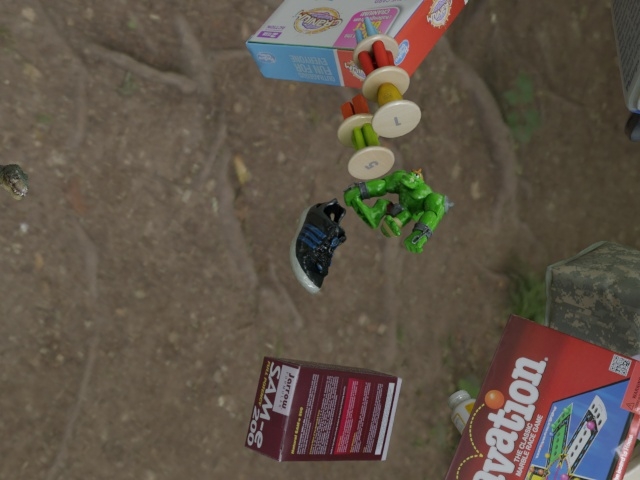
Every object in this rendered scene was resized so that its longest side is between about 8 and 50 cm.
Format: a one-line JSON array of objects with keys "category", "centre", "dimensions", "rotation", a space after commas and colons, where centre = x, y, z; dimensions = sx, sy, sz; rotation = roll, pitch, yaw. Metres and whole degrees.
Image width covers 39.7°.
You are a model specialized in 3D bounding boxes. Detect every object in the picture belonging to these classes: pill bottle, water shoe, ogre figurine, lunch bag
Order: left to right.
[{"category": "water shoe", "centre": [0.000, 0.000, 1.489], "dimensions": [0.073, 0.080, 0.203], "rotation": [46, 30, -32]}, {"category": "ogre figurine", "centre": [0.136, -0.060, 1.502], "dimensions": [0.118, 0.197, 0.097], "rotation": [-36, 116, -18]}, {"category": "pill bottle", "centre": [0.192, 0.229, 1.111], "dimensions": [0.043, 0.083, 0.043], "rotation": [-17, 137, -17]}, {"category": "lunch bag", "centre": [0.618, 0.105, 1.759], "dimensions": [0.287, 0.235, 0.169], "rotation": [-21, 116, -38]}]

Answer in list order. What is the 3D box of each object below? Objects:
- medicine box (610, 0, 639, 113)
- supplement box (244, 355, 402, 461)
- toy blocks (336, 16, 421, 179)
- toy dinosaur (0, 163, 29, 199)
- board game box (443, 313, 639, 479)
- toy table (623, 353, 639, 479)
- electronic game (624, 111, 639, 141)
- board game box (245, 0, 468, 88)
[{"category": "medicine box", "centre": [0.318, -0.191, 0.516], "dimensions": [0.289, 0.263, 0.149], "rotation": [-76, 176, -45]}, {"category": "supplement box", "centre": [0.010, 0.242, 1.259], "dimensions": [0.239, 0.073, 0.130], "rotation": [17, 84, -49]}, {"category": "toy blocks", "centre": [0.053, -0.161, 0.979], "dimensions": [0.054, 0.148, 0.123], "rotation": [4, 142, -23]}, {"category": "toy dinosaur", "centre": [-0.556, -0.094, 1.328], "dimensions": [0.064, 0.268, 0.118], "rotation": [-45, 157, -77]}, {"category": "board game box", "centre": [0.189, 0.219, 0.800], "dimensions": [0.281, 0.145, 0.027], "rotation": [-65, 161, -14]}, {"category": "toy table", "centre": [0.454, 0.239, 1.042], "dimensions": [0.252, 0.274, 0.161], "rotation": [-83, 175, -64]}, {"category": "electronic game", "centre": [0.424, -0.188, 0.957], "dimensions": [0.229, 0.048, 0.229], "rotation": [-33, 163, -11]}, {"category": "board game box", "centre": [0.081, -0.340, 1.212], "dimensions": [0.316, 0.242, 0.064], "rotation": [-53, 136, -24]}]
